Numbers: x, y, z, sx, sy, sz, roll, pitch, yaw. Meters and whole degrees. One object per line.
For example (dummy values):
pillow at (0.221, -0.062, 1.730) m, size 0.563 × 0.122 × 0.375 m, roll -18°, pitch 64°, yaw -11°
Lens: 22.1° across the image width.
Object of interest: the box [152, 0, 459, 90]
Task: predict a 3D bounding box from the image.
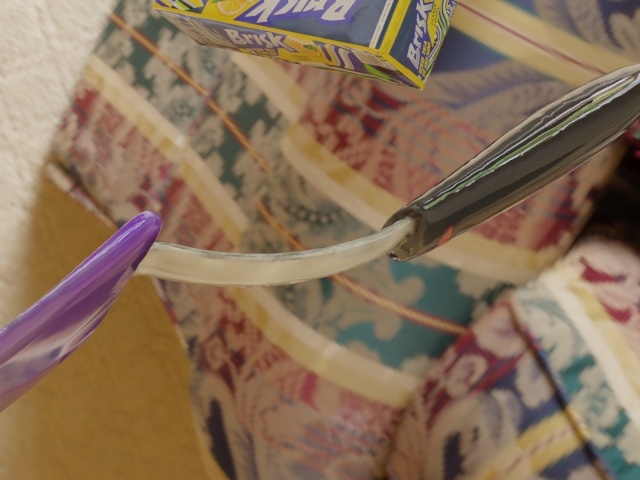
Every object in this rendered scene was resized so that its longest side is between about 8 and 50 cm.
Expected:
box at (-0.011, -0.134, 0.923) m, size 0.054 × 0.169 × 0.059 m, roll 31°, pitch 78°, yaw -53°

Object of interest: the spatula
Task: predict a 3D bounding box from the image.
spatula at (0.000, 0.000, 0.456) m, size 0.296 × 0.030 × 0.084 m, roll -22°, pitch 164°, yaw -34°
